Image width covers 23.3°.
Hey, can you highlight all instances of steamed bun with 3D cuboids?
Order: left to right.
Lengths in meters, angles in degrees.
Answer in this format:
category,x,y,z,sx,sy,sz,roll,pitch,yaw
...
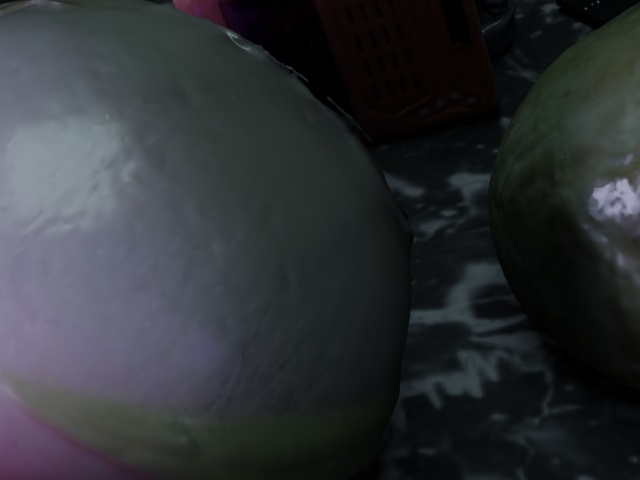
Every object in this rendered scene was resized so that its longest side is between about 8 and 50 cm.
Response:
category,x,y,z,sx,sy,sz,roll,pitch,yaw
steamed bun,-0.123,0.054,0.738,0.309,0.309,0.309,-8,42,7

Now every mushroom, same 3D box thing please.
category,x,y,z,sx,sy,sz,roll,pitch,yaw
mushroom,0.189,-0.021,0.797,0.164,0.189,0.267,-29,42,-21

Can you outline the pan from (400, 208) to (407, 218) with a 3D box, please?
category,x,y,z,sx,sy,sz,roll,pitch,yaw
pan,0.000,-0.001,0.956,0.115,0.023,0.068,-26,41,-12

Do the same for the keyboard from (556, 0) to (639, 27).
category,x,y,z,sx,sy,sz,roll,pitch,yaw
keyboard,0.249,-0.139,1.044,0.061,0.013,0.204,-33,44,-20

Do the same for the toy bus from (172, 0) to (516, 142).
category,x,y,z,sx,sy,sz,roll,pitch,yaw
toy bus,-0.009,-0.261,1.118,0.233,0.203,0.427,-17,43,4
